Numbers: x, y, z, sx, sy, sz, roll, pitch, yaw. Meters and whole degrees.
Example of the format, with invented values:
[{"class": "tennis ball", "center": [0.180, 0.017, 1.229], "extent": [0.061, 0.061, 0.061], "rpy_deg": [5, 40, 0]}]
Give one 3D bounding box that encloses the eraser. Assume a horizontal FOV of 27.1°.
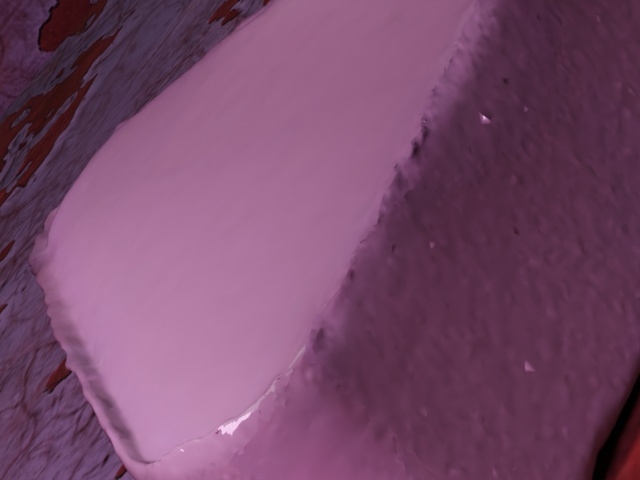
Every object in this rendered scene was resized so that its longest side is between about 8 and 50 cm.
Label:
[{"class": "eraser", "center": [0.000, 0.000, 0.593], "extent": [0.331, 0.150, 0.331], "rpy_deg": [-36, 29, 23]}]
